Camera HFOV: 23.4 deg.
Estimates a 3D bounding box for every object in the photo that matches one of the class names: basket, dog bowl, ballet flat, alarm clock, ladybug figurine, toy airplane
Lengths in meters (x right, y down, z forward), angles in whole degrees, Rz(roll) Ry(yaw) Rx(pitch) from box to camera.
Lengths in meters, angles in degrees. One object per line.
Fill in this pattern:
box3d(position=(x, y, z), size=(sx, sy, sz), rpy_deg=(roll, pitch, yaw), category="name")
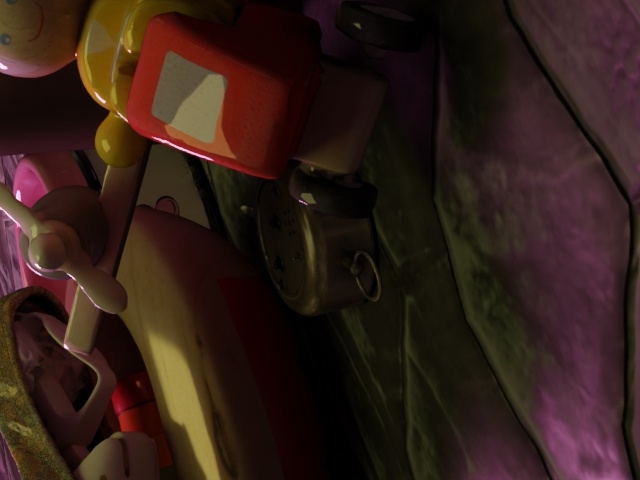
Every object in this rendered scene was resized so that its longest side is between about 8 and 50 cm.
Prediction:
box3d(position=(-0.224, -0.159, 1.445), size=(0.204, 0.227, 0.154), rpy_deg=(102, 149, -49), category="basket")
box3d(position=(-0.220, 0.059, 1.677), size=(0.408, 0.150, 0.408), rpy_deg=(167, 90, -70), category="dog bowl")
box3d(position=(-0.198, 0.172, 1.292), size=(0.348, 0.123, 0.123), rpy_deg=(54, 150, 34), category="ballet flat")
box3d(position=(0.000, 0.000, 1.195), size=(0.192, 0.064, 0.129), rpy_deg=(36, 134, 57), category="alarm clock")
box3d(position=(-0.099, 0.182, 1.383), size=(0.305, 0.162, 0.449), rpy_deg=(-24, 78, 59), category="ladybug figurine")
box3d(position=(-0.122, -0.153, 1.111), size=(0.384, 0.272, 0.386), rpy_deg=(136, 137, -55), category="toy airplane")
